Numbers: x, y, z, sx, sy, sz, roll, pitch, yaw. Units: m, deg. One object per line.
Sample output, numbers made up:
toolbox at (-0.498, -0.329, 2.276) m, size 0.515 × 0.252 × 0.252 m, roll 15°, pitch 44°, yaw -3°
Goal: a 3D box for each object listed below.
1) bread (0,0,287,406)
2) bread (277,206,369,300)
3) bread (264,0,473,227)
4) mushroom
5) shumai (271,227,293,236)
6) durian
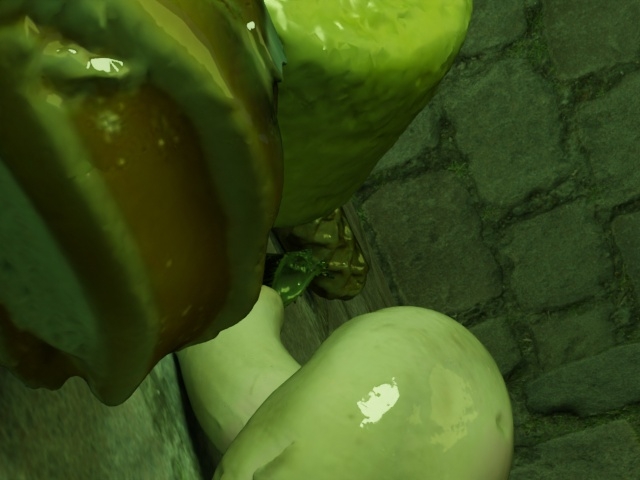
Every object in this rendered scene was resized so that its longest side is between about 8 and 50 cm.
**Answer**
bread at (-0.127, -0.107, 0.580) m, size 0.341 × 0.210 × 0.301 m, roll -99°, pitch 176°, yaw -55°
bread at (0.000, 0.000, 1.729) m, size 0.268 × 0.129 × 0.152 m, roll 62°, pitch 1°, yaw -40°
bread at (-0.035, -0.213, 0.941) m, size 0.348 × 0.308 × 0.348 m, roll 16°, pitch 55°, yaw -25°
mushroom at (0.034, 0.190, 0.818) m, size 0.356 × 0.315 × 0.315 m, roll -90°, pitch 158°, yaw -63°
shumai at (-0.111, -0.116, 1.202) m, size 0.267 × 0.262 × 0.314 m, roll 45°, pitch 49°, yaw 5°
durian at (-0.047, 0.049, 1.350) m, size 0.215 × 0.100 × 0.086 m, roll 21°, pitch 51°, yaw -71°
